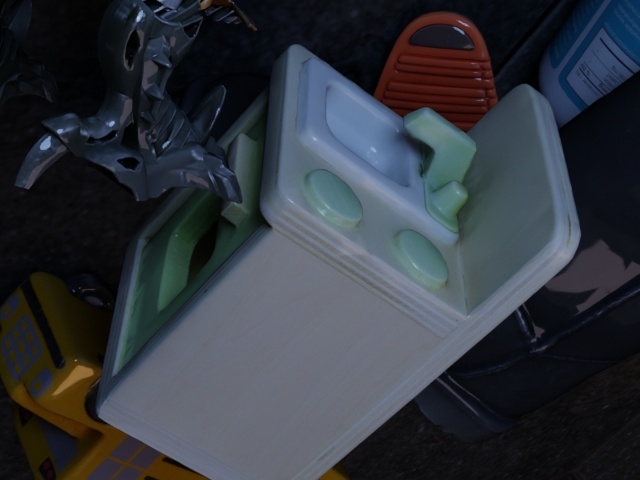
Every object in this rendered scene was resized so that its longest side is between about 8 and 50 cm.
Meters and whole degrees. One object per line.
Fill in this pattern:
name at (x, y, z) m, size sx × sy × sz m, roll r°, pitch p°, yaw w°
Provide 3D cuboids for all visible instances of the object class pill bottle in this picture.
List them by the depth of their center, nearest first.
pill bottle at (0.250, -0.142, 0.959) m, size 0.146 × 0.146 × 0.264 m, roll -8°, pitch 145°, yaw -36°

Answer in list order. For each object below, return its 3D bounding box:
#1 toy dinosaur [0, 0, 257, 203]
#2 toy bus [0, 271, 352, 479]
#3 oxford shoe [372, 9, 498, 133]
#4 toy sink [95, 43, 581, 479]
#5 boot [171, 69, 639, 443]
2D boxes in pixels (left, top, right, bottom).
toy dinosaur at (-0.101, -0.148, 0.601) m, size 0.322 × 0.164 × 0.218 m, roll -1°, pitch 118°, yaw -42°
toy bus at (-0.113, 0.143, 1.038) m, size 0.130 × 0.108 × 0.332 m, roll -46°, pitch 136°, yaw 13°
oxford shoe at (0.087, -0.069, 1.007) m, size 0.096 × 0.098 × 0.271 m, roll 9°, pitch 135°, yaw 9°
toy sink at (0.000, 0.000, 0.711) m, size 0.131 × 0.153 × 0.234 m, roll 33°, pitch 121°, yaw -22°
boot at (0.180, -0.072, 0.823) m, size 0.445 × 0.146 × 0.367 m, roll -29°, pitch 131°, yaw 29°
